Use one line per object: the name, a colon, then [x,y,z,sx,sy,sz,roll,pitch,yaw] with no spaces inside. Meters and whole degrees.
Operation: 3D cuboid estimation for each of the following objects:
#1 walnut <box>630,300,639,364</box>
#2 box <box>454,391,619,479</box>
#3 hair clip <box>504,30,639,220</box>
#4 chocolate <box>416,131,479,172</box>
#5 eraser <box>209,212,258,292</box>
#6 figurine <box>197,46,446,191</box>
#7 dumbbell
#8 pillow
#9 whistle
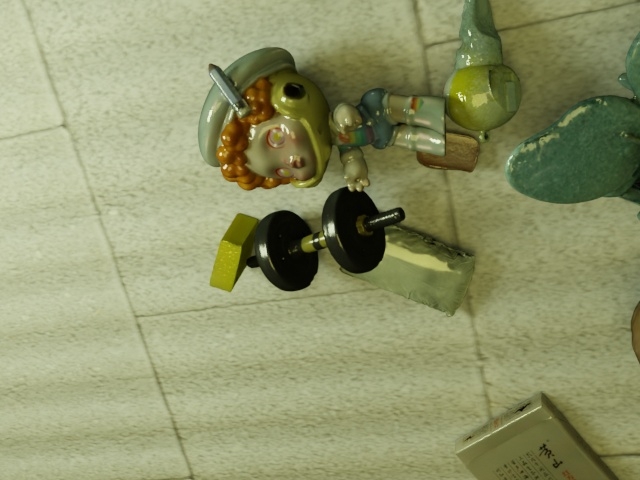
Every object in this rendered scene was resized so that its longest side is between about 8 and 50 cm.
walnut: [0.608,0.141,1.138,0.273,0.227,0.273,2,137,2]
box: [0.447,0.473,1.426,0.204,0.051,0.365,-38,100,25]
hair clip: [0.493,-0.154,1.038,0.391,0.238,0.319,27,115,3]
chocolate: [0.207,-0.146,1.228,0.100,0.031,0.065,7,97,6]
eraser: [-0.153,0.021,1.335,0.045,0.122,0.097,18,117,2]
figurine: [0.005,-0.177,1.179,0.381,0.205,0.225,10,146,-1]
dumbbell: [0.000,0.000,1.253,0.325,0.143,0.143,-17,109,35]
pillow: [0.151,0.040,1.311,0.229,0.051,0.128,23,114,5]
whistle: [0.234,-0.258,1.137,0.122,0.123,0.223,-5,97,15]
